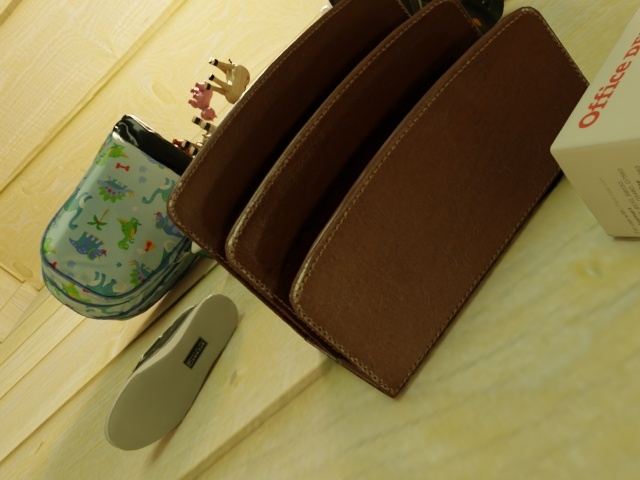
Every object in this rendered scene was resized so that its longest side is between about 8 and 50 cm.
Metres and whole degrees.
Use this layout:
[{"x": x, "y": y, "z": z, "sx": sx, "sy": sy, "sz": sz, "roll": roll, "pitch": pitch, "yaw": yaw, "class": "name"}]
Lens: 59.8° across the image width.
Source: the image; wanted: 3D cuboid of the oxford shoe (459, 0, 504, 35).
[{"x": 0.185, "y": -0.262, "z": 0.761, "sx": 0.096, "sy": 0.082, "sz": 0.227, "roll": -44, "pitch": 12, "yaw": 53, "class": "oxford shoe"}]

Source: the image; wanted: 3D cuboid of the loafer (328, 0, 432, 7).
[{"x": 0.105, "y": -0.369, "z": 0.803, "sx": 0.109, "sy": 0.095, "sz": 0.302, "roll": -9, "pitch": -2, "yaw": 39, "class": "loafer"}]

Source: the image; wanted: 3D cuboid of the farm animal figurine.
[{"x": -0.262, "y": -0.283, "z": 1.472, "sx": 0.330, "sy": 0.172, "sz": 0.327, "roll": -56, "pitch": 34, "yaw": 23, "class": "farm animal figurine"}]

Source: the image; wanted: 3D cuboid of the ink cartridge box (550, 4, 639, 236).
[{"x": 0.249, "y": -0.081, "z": 0.285, "sx": 0.148, "sy": 0.086, "sz": 0.203, "roll": -53, "pitch": 23, "yaw": -17, "class": "ink cartridge box"}]

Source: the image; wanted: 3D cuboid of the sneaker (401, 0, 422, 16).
[{"x": 0.093, "y": -0.224, "z": 0.689, "sx": 0.083, "sy": 0.222, "sz": 0.118, "roll": -9, "pitch": 40, "yaw": 14, "class": "sneaker"}]

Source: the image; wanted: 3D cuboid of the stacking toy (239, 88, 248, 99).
[{"x": -0.127, "y": -0.190, "z": 1.129, "sx": 0.141, "sy": 0.141, "sz": 0.330, "roll": -34, "pitch": 29, "yaw": 28, "class": "stacking toy"}]

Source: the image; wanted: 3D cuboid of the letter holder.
[{"x": 0.048, "y": -0.071, "z": 0.463, "sx": 0.302, "sy": 0.214, "sz": 0.152, "roll": -50, "pitch": 22, "yaw": -12, "class": "letter holder"}]

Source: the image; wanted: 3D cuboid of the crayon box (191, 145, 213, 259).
[{"x": -0.068, "y": -0.115, "z": 0.834, "sx": 0.322, "sy": 0.083, "sz": 0.203, "roll": -28, "pitch": 54, "yaw": 39, "class": "crayon box"}]

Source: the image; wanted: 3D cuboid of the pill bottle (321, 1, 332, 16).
[{"x": 0.152, "y": -0.565, "z": 1.197, "sx": 0.323, "sy": 0.181, "sz": 0.181, "roll": -48, "pitch": 21, "yaw": -6, "class": "pill bottle"}]

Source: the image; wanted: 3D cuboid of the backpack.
[{"x": -0.355, "y": -0.021, "z": 1.038, "sx": 0.356, "sy": 0.290, "sz": 0.273, "roll": -54, "pitch": 8, "yaw": -3, "class": "backpack"}]

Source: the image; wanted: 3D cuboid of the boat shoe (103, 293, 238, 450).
[{"x": -0.183, "y": 0.158, "z": 0.681, "sx": 0.070, "sy": 0.078, "sz": 0.219, "roll": -20, "pitch": 25, "yaw": 47, "class": "boat shoe"}]
